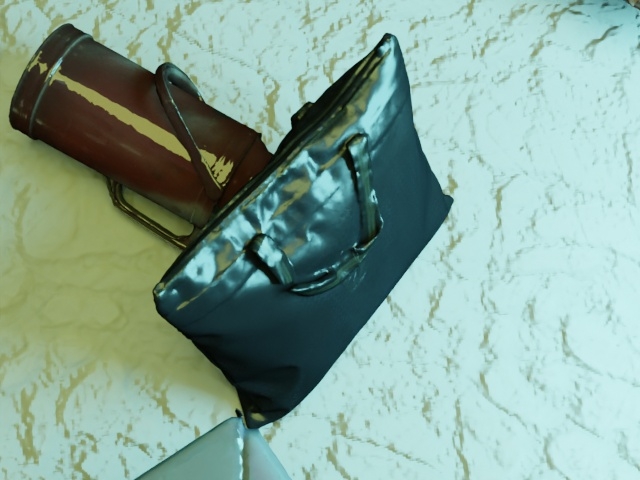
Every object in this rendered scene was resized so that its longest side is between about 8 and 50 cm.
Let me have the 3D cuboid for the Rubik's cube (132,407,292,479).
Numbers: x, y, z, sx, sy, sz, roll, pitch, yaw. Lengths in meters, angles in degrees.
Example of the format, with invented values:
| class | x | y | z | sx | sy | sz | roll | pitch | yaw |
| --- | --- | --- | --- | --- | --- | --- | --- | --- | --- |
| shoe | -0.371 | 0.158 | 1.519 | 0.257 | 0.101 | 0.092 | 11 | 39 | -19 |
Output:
| class | x | y | z | sx | sy | sz | roll | pitch | yaw |
| --- | --- | --- | --- | --- | --- | --- | --- | --- | --- |
| Rubik's cube | -0.073 | 0.306 | 0.601 | 0.358 | 0.387 | 0.368 | -5 | 64 | 1 |

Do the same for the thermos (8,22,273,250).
| class | x | y | z | sx | sy | sz | roll | pitch | yaw |
| --- | --- | --- | --- | --- | --- | --- | --- | --- | --- |
| thermos | -0.118 | -0.067 | 0.841 | 0.232 | 0.099 | 0.124 | 30 | 104 | 0 |

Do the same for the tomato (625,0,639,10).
| class | x | y | z | sx | sy | sz | roll | pitch | yaw |
| --- | --- | --- | --- | --- | --- | --- | --- | --- | --- |
| tomato | 0.312 | -0.275 | 0.941 | 0.228 | 0.112 | 0.199 | -26 | 87 | -14 |

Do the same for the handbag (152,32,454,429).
| class | x | y | z | sx | sy | sz | roll | pitch | yaw |
| --- | --- | --- | --- | --- | --- | --- | --- | --- | --- |
| handbag | 0.000 | 0.000 | 0.787 | 0.088 | 0.211 | 0.254 | 32 | 71 | 34 |
